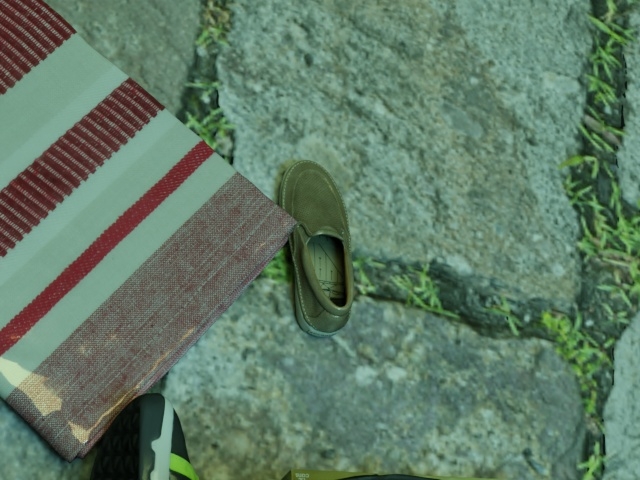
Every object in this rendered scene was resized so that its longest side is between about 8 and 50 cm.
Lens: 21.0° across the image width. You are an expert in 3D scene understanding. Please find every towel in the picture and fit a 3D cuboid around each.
[{"bbox_3d":[-0.209,-0.037,1.168,0.329,0.037,0.237,41,60,4],"label":"towel"}]

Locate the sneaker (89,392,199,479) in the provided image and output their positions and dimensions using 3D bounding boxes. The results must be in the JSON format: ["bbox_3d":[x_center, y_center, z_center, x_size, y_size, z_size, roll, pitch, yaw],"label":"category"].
[{"bbox_3d":[-0.083,0.212,1.072,0.097,0.084,0.235,4,72,-32],"label":"sneaker"}]

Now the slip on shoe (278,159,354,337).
[{"bbox_3d":[0.000,0.000,1.224,0.051,0.041,0.135,6,63,-18],"label":"slip on shoe"}]

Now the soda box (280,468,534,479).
[{"bbox_3d":[0.058,0.190,1.139,0.181,0.061,0.058,6,62,-18],"label":"soda box"}]

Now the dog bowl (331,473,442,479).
[{"bbox_3d":[0.022,0.343,0.951,0.408,0.150,0.408,11,68,-30],"label":"dog bowl"}]
